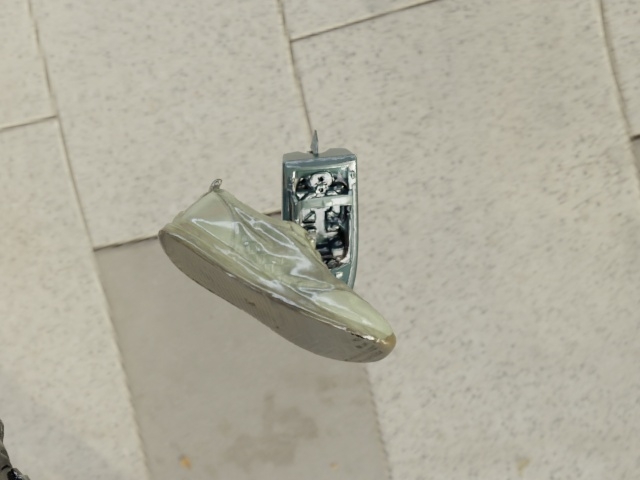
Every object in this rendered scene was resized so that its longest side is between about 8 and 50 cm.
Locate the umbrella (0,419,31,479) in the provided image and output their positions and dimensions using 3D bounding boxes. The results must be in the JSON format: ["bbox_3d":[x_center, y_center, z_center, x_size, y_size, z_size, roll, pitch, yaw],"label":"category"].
[{"bbox_3d":[-0.377,0.286,1.457,0.358,0.113,0.106,39,85,26],"label":"umbrella"}]

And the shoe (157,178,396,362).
[{"bbox_3d":[-0.036,0.035,1.307,0.275,0.098,0.103,32,159,3],"label":"shoe"}]

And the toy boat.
[{"bbox_3d":[0.000,0.000,1.484,0.093,0.103,0.246,-6,121,-9],"label":"toy boat"}]
